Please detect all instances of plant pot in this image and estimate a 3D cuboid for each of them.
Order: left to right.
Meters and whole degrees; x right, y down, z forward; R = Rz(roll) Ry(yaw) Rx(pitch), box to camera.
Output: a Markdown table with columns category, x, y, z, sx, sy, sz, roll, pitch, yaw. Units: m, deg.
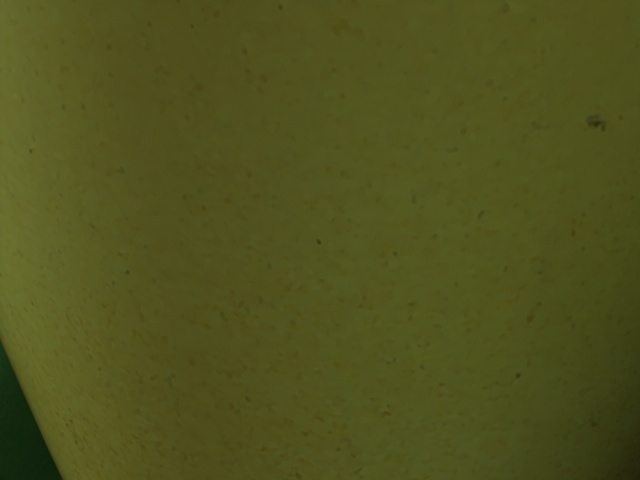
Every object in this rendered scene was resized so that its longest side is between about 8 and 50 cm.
| category | x | y | z | sx | sy | sz | roll | pitch | yaw |
| --- | --- | --- | --- | --- | --- | --- | --- | --- | --- |
| plant pot | 0.014 | -0.034 | 0.438 | 0.256 | 0.256 | 0.274 | -90 | -3 | -72 |

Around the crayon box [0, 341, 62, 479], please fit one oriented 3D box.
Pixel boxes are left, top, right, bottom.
| category | x | y | z | sx | sy | sz | roll | pitch | yaw |
| --- | --- | --- | --- | --- | --- | --- | --- | --- | --- |
| crayon box | 0.000 | 0.000 | 0.666 | 0.278 | 0.165 | 0.081 | -51 | 12 | 10 |
